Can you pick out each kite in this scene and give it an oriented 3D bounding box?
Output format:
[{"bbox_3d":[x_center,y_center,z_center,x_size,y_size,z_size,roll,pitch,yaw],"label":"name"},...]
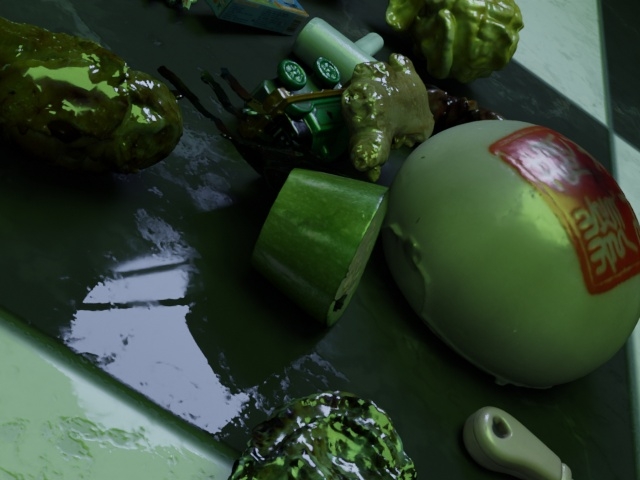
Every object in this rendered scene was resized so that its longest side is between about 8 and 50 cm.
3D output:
[{"bbox_3d":[-0.059,-0.105,1.054,0.285,0.152,0.015,42,60,-45],"label":"kite"}]

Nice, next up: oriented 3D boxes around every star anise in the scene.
[{"bbox_3d":[0.202,-0.175,1.488,0.272,0.102,0.272,22,8,-3],"label":"star anise"}]

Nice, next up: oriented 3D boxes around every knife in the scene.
[{"bbox_3d":[0.299,0.298,1.084,0.336,0.043,0.081,35,40,-10],"label":"knife"}]

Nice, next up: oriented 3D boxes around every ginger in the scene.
[{"bbox_3d":[0.078,-0.169,1.264,0.213,0.074,0.137,-40,101,-45],"label":"ginger"}]

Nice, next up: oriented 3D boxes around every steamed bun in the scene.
[{"bbox_3d":[0.268,-0.008,1.233,0.375,0.241,0.374,28,33,-20],"label":"steamed bun"}]

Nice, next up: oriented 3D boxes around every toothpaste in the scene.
[{"bbox_3d":[-0.101,-0.356,1.430,0.070,0.044,0.193,52,27,18],"label":"toothpaste"}]

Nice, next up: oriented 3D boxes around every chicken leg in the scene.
[{"bbox_3d":[-0.308,-0.170,0.960,0.361,0.140,0.211,26,15,-19],"label":"chicken leg"}]

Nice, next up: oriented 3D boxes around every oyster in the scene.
[{"bbox_3d":[0.008,0.277,0.760,0.162,0.158,0.350,-9,52,5],"label":"oyster"}]

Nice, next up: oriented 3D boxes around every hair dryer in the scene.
[{"bbox_3d":[0.052,-0.307,1.525,0.131,0.073,0.236,39,31,2],"label":"hair dryer"}]

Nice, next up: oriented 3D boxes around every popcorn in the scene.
[{"bbox_3d":[0.235,-0.374,1.673,0.217,0.181,0.235,13,37,-32],"label":"popcorn"}]

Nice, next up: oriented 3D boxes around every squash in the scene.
[{"bbox_3d":[0.000,0.000,1.046,0.123,0.170,0.170,25,34,1],"label":"squash"}]

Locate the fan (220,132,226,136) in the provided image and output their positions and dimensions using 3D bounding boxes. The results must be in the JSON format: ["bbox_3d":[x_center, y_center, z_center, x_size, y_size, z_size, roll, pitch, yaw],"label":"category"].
[{"bbox_3d":[-0.046,-0.086,1.160,0.175,0.005,0.113,29,-8,-21],"label":"fan"}]

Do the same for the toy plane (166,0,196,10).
[{"bbox_3d":[-0.204,-0.359,1.363,0.111,0.040,0.102,-11,59,-50],"label":"toy plane"}]

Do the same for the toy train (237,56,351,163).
[{"bbox_3d":[-0.013,-0.164,1.278,0.228,0.091,0.136,-22,77,-53],"label":"toy train"}]
